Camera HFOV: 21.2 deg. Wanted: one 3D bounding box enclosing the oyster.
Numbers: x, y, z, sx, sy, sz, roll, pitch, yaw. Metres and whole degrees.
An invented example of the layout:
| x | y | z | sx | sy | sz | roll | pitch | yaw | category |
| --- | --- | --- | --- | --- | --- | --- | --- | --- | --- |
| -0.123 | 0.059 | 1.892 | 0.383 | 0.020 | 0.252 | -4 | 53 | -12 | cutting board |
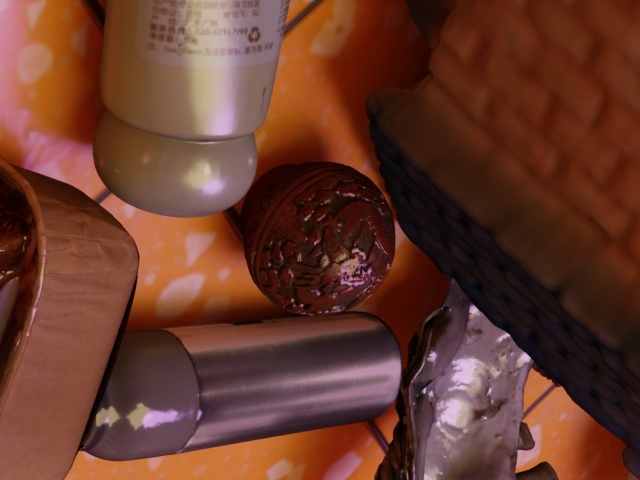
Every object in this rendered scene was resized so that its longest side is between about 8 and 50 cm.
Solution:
| x | y | z | sx | sy | sz | roll | pitch | yaw | category |
| --- | --- | --- | --- | --- | --- | --- | --- | --- | --- |
| 0.099 | 0.132 | 1.226 | 0.199 | 0.087 | 0.252 | -25 | 121 | -44 | oyster |

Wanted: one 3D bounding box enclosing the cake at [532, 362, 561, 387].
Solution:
| x | y | z | sx | sy | sz | roll | pitch | yaw | category |
| --- | --- | --- | --- | --- | --- | --- | --- | --- | --- |
| 0.268 | 0.069 | 1.355 | 0.147 | 0.134 | 0.135 | -6 | 123 | -51 | cake |

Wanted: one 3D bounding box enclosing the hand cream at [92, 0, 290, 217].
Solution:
| x | y | z | sx | sy | sz | roll | pitch | yaw | category |
| --- | --- | --- | --- | --- | --- | --- | --- | --- | --- |
| -0.058 | -0.160 | 0.905 | 0.147 | 0.093 | 0.306 | -10 | 123 | -41 | hand cream |

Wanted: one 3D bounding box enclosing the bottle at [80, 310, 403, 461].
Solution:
| x | y | z | sx | sy | sz | roll | pitch | yaw | category |
| --- | --- | --- | --- | --- | --- | --- | --- | --- | --- |
| -0.061 | 0.094 | 1.103 | 0.254 | 0.079 | 0.096 | -4 | 157 | -43 | bottle |

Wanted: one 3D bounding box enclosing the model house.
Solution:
| x | y | z | sx | sy | sz | roll | pitch | yaw | category |
| --- | --- | --- | --- | --- | --- | --- | --- | --- | --- |
| 0.260 | -0.069 | 1.104 | 0.445 | 0.395 | 0.400 | -25 | 146 | -45 | model house |

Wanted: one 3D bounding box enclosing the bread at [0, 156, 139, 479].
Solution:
| x | y | z | sx | sy | sz | roll | pitch | yaw | category |
| --- | --- | --- | --- | --- | --- | --- | --- | --- | --- |
| -0.207 | 0.060 | 0.887 | 0.212 | 0.142 | 0.224 | -3 | 121 | -46 | bread |

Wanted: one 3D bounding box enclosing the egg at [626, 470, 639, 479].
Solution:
| x | y | z | sx | sy | sz | roll | pitch | yaw | category |
| --- | --- | --- | --- | --- | --- | --- | --- | --- | --- |
| 0.422 | 0.177 | 1.495 | 0.371 | 0.230 | 0.230 | -32 | 136 | -28 | egg |

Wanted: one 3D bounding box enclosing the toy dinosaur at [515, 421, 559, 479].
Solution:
| x | y | z | sx | sy | sz | roll | pitch | yaw | category |
| --- | --- | --- | --- | --- | --- | --- | --- | --- | --- |
| 0.091 | 0.208 | 1.344 | 0.188 | 0.075 | 0.247 | -27 | 115 | 8 | toy dinosaur |

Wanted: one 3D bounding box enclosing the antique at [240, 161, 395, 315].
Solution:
| x | y | z | sx | sy | sz | roll | pitch | yaw | category |
| --- | --- | --- | --- | --- | --- | --- | --- | --- | --- |
| 0.000 | 0.000 | 1.070 | 0.104 | 0.104 | 0.104 | -24 | 133 | -29 | antique |
